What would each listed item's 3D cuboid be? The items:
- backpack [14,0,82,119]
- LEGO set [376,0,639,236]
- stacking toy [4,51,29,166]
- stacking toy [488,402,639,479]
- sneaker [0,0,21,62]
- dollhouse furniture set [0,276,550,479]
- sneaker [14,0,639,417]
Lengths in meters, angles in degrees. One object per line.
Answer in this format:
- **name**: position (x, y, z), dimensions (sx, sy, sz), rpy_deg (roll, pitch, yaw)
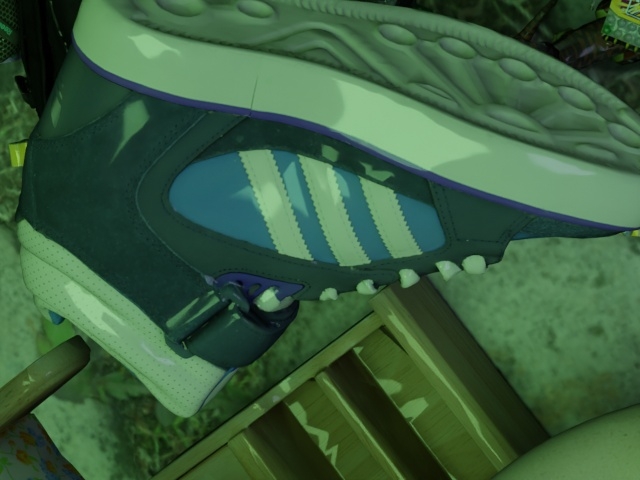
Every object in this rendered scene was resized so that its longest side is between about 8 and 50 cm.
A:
- **backpack**: position (-0.097, -0.184, 0.969), dimensions (0.191, 0.225, 0.253), rpy_deg (-11, 125, -10)
- **LEGO set**: position (0.133, -0.125, 0.934), dimensions (0.331, 0.192, 0.255), rpy_deg (32, 113, 12)
- **stacking toy**: position (-0.278, -0.132, 1.177), dimensions (0.221, 0.052, 0.167), rpy_deg (-2, 103, 23)
- **stacking toy**: position (0.253, 0.353, 0.946), dimensions (0.350, 0.351, 0.480), rpy_deg (-2, 135, 22)
- **sneaker**: position (-0.272, -0.147, 1.112), dimensions (0.166, 0.065, 0.076), rpy_deg (1, 111, 26)
- **dollhouse furniture set**: position (-0.042, 0.201, 0.982), dimensions (0.256, 0.394, 0.362), rpy_deg (-39, 88, 25)
- **sneaker**: position (0.000, 0.000, 0.875), dimensions (0.322, 0.130, 0.236), rpy_deg (14, 123, -9)
